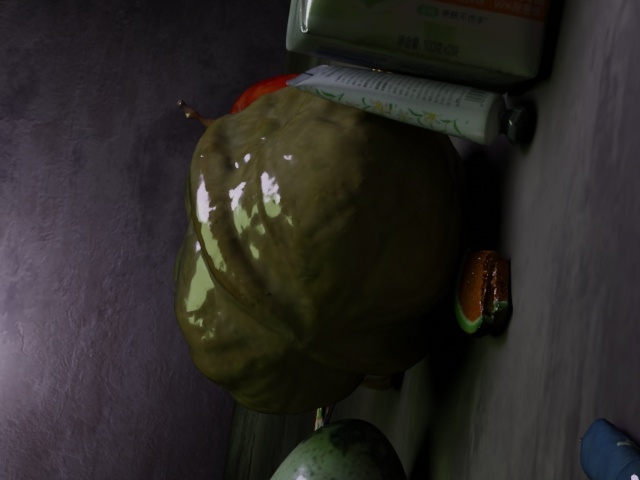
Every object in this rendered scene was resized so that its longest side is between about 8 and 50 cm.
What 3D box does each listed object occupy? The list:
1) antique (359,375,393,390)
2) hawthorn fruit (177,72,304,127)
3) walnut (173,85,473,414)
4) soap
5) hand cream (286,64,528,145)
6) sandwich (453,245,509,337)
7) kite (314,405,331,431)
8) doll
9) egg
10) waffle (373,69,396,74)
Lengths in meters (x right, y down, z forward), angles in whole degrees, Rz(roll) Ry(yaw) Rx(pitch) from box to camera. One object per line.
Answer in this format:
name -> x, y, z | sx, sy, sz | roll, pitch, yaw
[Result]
antique -> 0.028, 0.002, 1.451 | 0.125, 0.150, 0.284 | -178, 100, -84
hawthorn fruit -> -0.045, -0.095, 1.610 | 0.242, 0.272, 0.242 | -48, 18, 21
walnut -> -0.002, 0.001, 1.230 | 0.253, 0.282, 0.277 | 57, -156, -30
soap -> 0.084, -0.226, 1.105 | 0.138, 0.199, 0.182 | -164, 85, -85
hand cream -> 0.071, -0.112, 1.118 | 0.067, 0.194, 0.042 | -41, -40, -52
sandwich -> 0.129, 0.042, 1.095 | 0.101, 0.026, 0.069 | -166, 90, -79
kite -> 0.009, 0.229, 1.819 | 0.198, 0.006, 0.244 | -89, 11, -51
doll -> 0.161, 0.123, 0.745 | 0.125, 0.027, 0.037 | -109, 30, -81
egg -> 0.013, 0.249, 1.248 | 0.141, 0.141, 0.181 | -171, 97, -83
waffle -> 0.079, -0.264, 1.411 | 0.291, 0.051, 0.291 | -6, -90, -74
